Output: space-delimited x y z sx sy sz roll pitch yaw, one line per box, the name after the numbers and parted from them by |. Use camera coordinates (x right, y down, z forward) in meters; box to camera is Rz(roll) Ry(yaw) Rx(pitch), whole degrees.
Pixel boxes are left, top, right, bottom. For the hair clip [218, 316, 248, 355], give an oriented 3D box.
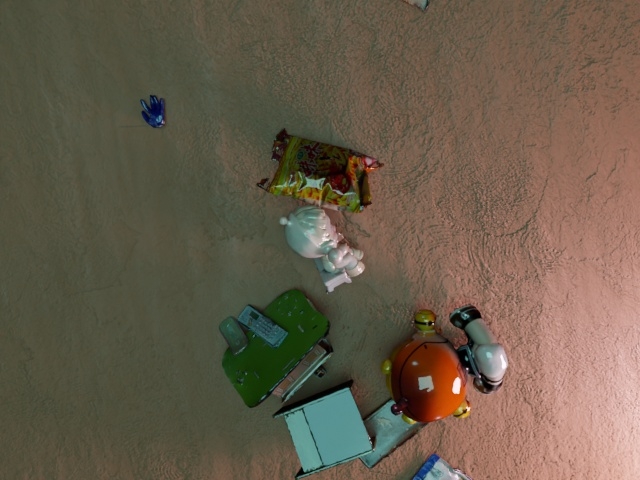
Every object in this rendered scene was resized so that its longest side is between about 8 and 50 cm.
-0.229 0.255 1.686 0.054 0.137 0.022 -43 131 -1 | hair clip

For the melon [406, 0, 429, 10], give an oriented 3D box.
0.200 -0.652 1.583 0.182 0.054 0.098 26 103 0 | melon

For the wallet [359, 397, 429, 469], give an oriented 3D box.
0.185 0.508 1.734 0.232 0.031 0.122 -39 89 4 | wallet

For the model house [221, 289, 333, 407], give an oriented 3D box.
-0.089 0.300 1.683 0.294 0.207 0.154 -45 136 -1 | model house

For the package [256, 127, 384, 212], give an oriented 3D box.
0.003 -0.161 1.589 0.288 0.223 0.108 13 135 5 | package

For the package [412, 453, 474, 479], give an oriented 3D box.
0.328 0.695 1.749 0.173 0.027 0.171 35 97 -5 | package

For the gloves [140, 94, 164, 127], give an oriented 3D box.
-0.438 -0.337 1.664 0.064 0.026 0.086 -5 97 6 | gloves

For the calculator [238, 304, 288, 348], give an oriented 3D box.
-0.154 0.224 1.662 0.057 0.172 0.018 -51 136 -11 | calculator

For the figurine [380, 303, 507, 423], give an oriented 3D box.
0.305 0.336 1.623 0.323 0.196 0.320 -26 101 -4 | figurine

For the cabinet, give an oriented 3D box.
0.014 0.491 1.672 0.215 0.148 0.175 -23 83 5 | cabinet

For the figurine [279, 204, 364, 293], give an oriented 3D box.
-0.009 0.001 1.576 0.144 0.182 0.257 -20 130 22 | figurine
